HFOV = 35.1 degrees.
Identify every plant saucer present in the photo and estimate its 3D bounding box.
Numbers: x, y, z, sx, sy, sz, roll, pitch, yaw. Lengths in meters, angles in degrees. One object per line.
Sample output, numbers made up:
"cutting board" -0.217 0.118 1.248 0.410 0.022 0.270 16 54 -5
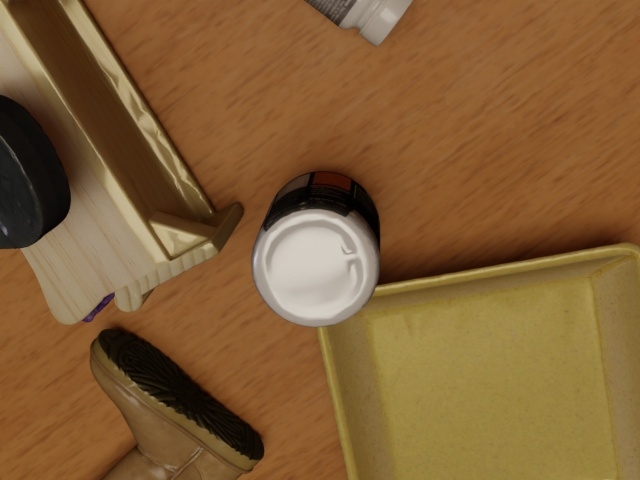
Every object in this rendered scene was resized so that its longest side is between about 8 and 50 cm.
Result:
"plant saucer" 0.186 0.174 1.066 0.332 0.081 0.333 -10 105 6

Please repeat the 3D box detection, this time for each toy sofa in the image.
"toy sofa" -0.244 -0.112 0.972 0.177 0.150 0.362 -29 102 13

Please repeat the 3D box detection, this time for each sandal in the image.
"sandal" -0.402 -0.039 0.912 0.445 0.107 0.167 -9 115 43

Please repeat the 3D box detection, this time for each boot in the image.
"boot" -0.228 0.262 1.109 0.236 0.089 0.269 42 105 -8

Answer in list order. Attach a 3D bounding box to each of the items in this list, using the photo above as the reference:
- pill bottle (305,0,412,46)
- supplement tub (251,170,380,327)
"pill bottle" 0.019 -0.250 0.957 0.137 0.078 0.078 37 104 -7
"supplement tub" 0.000 0.000 0.969 0.117 0.190 0.117 1 105 4
